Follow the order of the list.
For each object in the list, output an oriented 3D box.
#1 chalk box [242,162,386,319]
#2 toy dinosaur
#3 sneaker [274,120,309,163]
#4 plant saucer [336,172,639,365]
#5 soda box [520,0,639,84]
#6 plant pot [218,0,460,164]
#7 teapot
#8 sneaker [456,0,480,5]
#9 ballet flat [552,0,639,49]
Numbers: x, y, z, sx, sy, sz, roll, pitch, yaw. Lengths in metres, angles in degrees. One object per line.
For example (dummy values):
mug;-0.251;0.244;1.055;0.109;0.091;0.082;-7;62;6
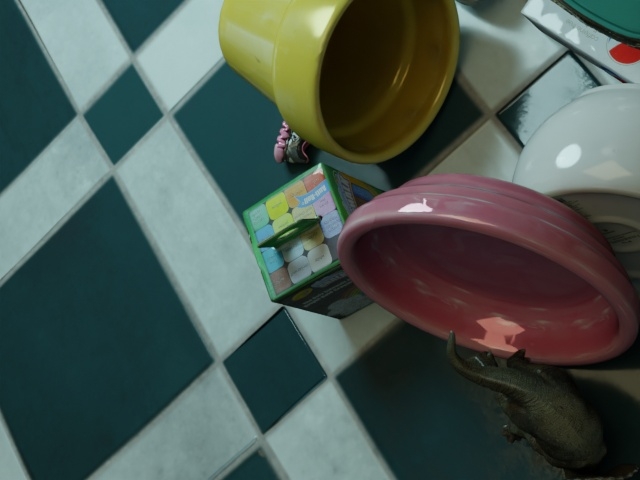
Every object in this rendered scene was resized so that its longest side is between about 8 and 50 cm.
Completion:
chalk box;0.000;0.000;1.439;0.132;0.213;0.132;-29;65;22
toy dinosaur;0.247;0.184;1.253;0.121;0.313;0.160;-40;33;-12
sneaker;-0.023;-0.158;1.600;0.057;0.047;0.119;14;86;11
plant saucer;0.185;0.028;1.266;0.332;0.332;0.084;7;64;32
soda box;0.344;-0.237;1.371;0.216;0.069;0.074;41;101;32
plant pot;0.006;-0.249;1.480;0.239;0.254;0.254;27;93;40
teapot;0.330;-0.083;1.262;0.256;0.252;0.187;7;65;20
sneaker;0.123;-0.471;1.502;0.150;0.135;0.366;-41;86;-10
ballet flat;0.417;-0.266;1.248;0.482;0.182;0.164;28;113;16
